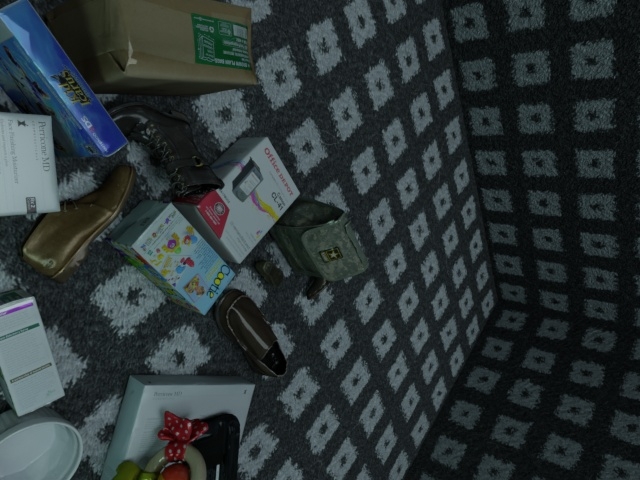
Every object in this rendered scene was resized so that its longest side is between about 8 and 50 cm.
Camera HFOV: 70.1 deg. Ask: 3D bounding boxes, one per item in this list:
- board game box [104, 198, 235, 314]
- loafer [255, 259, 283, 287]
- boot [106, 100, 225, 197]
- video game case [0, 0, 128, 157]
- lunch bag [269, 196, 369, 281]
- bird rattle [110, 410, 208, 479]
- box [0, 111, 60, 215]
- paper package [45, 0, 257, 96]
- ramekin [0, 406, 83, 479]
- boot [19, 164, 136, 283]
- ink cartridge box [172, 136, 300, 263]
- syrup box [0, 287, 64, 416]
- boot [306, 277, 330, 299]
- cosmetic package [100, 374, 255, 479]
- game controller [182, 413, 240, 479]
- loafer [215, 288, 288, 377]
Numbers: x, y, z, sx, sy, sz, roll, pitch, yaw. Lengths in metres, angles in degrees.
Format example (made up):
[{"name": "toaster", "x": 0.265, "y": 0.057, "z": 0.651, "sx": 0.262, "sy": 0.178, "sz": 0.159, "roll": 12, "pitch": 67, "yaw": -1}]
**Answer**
[{"name": "board game box", "x": -0.374, "y": 0.044, "z": 1.160, "sx": 0.144, "sy": 0.142, "sz": 0.275, "roll": -56, "pitch": 133, "yaw": -26}, {"name": "loafer", "x": -0.164, "y": 0.103, "z": 1.484, "sx": 0.056, "sy": 0.050, "sz": 0.148, "roll": -56, "pitch": 149, "yaw": -21}, {"name": "boot", "x": -0.366, "y": -0.205, "z": 1.080, "sx": 0.263, "sy": 0.091, "sz": 0.229, "roll": -12, "pitch": 71, "yaw": -49}, {"name": "video game case", "x": -0.519, "y": -0.281, "z": 0.858, "sx": 0.061, "sy": 0.244, "sz": 0.269, "roll": -49, "pitch": 130, "yaw": -30}, {"name": "lunch bag", "x": 0.000, "y": 0.000, "z": 1.469, "sx": 0.169, "sy": 0.287, "sz": 0.235, "roll": -53, "pitch": 133, "yaw": -29}, {"name": "bird rattle", "x": -0.358, "y": 0.556, "z": 1.100, "sx": 0.253, "sy": 0.207, "sz": 0.143, "roll": -39, "pitch": 142, "yaw": -26}, {"name": "box", "x": -0.587, "y": -0.143, "z": 0.853, "sx": 0.119, "sy": 0.182, "sz": 0.181, "roll": -11, "pitch": 105, "yaw": -47}, {"name": "paper package", "x": -0.352, "y": -0.407, "z": 0.976, "sx": 0.325, "sy": 0.309, "sz": 0.168, "roll": -17, "pitch": 109, "yaw": -47}, {"name": "ramekin", "x": -0.625, "y": 0.449, "z": 0.957, "sx": 0.207, "sy": 0.109, "sz": 0.207, "roll": -22, "pitch": 122, "yaw": -41}, {"name": "boot", "x": -0.526, "y": -0.062, "z": 1.005, "sx": 0.115, "sy": 0.112, "sz": 0.305, "roll": 42, "pitch": 67, "yaw": -32}, {"name": "ink cartridge box", "x": -0.229, "y": -0.120, "z": 1.306, "sx": 0.306, "sy": 0.131, "sz": 0.226, "roll": -52, "pitch": 131, "yaw": -27}, {"name": "syrup box", "x": -0.623, "y": 0.228, "z": 0.946, "sx": 0.096, "sy": 0.093, "sz": 0.236, "roll": -22, "pitch": 113, "yaw": -44}, {"name": "boot", "x": -0.006, "y": 0.107, "z": 1.663, "sx": 0.106, "sy": 0.082, "sz": 0.219, "roll": 47, "pitch": 64, "yaw": -17}, {"name": "cosmetic package", "x": -0.380, "y": 0.529, "z": 1.277, "sx": 0.377, "sy": 0.097, "sz": 0.284, "roll": 21, "pitch": 83, "yaw": -48}, {"name": "game controller", "x": -0.309, "y": 0.651, "z": 1.278, "sx": 0.166, "sy": 0.067, "sz": 0.319, "roll": 2, "pitch": 96, "yaw": -34}, {"name": "loafer", "x": -0.193, "y": 0.294, "z": 1.421, "sx": 0.134, "sy": 0.130, "sz": 0.366, "roll": -51, "pitch": 131, "yaw": -30}]
